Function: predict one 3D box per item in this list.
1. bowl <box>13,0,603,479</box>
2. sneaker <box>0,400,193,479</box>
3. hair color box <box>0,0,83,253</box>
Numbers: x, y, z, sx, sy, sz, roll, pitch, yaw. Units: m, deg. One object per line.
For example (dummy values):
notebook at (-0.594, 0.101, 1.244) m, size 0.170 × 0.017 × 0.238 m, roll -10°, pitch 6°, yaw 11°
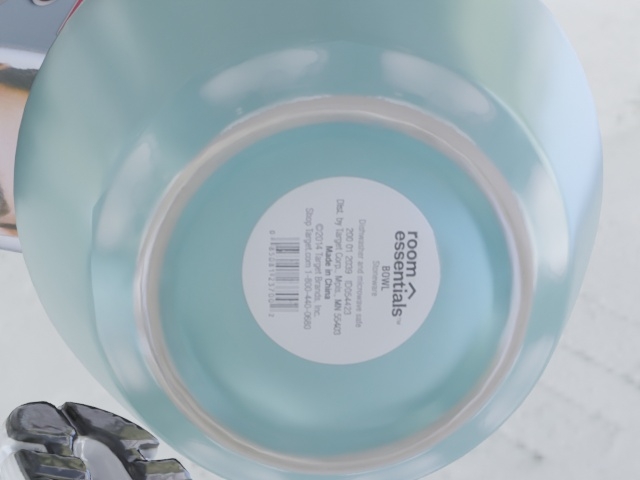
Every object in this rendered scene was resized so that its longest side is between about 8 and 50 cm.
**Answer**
bowl at (0.000, 0.000, 0.818) m, size 0.311 × 0.312 × 0.163 m, roll -4°, pitch -161°, yaw -2°
sneaker at (-0.044, 0.147, 0.456) m, size 0.081 × 0.094 × 0.208 m, roll 11°, pitch -145°, yaw -48°
hair color box at (-0.291, -0.108, 1.199) m, size 0.374 × 0.185 × 0.114 m, roll 9°, pitch -138°, yaw 9°
